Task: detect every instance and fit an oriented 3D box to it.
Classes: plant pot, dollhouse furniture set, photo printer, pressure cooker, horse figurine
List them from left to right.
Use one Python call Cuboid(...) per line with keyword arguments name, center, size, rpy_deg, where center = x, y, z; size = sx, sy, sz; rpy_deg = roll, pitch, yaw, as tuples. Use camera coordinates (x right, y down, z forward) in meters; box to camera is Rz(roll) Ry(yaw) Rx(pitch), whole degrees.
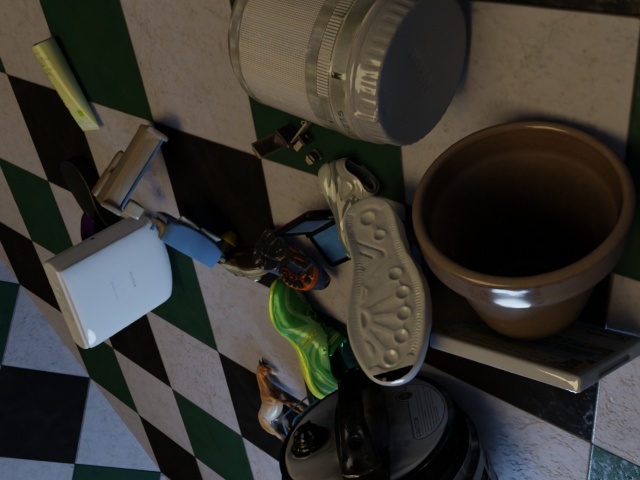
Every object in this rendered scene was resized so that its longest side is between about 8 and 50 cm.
Cuboid(name="photo printer", center=(-0.521, 0.094, 1.849), size=(0.107, 0.307, 0.256), rpy_deg=(17, 128, 39))
Cuboid(name="dollhouse furniture set", center=(-0.336, -0.103, 1.683), size=(0.303, 0.198, 0.286), rpy_deg=(33, 177, -24))
Cuboid(name="horse figurine", center=(-0.105, 0.447, 1.882), size=(0.174, 0.066, 0.263), rpy_deg=(26, 135, 26))
Cuboid(name="dollhouse furniture set", center=(-0.050, -0.169, 1.250), size=(0.091, 0.114, 0.081), rpy_deg=(53, 141, 5))
Cuboid(name="pressure cooker", center=(0.124, 0.454, 1.350), size=(0.370, 0.375, 0.420), rpy_deg=(4, 123, 51))
Cuboid(name="plant pot", center=(0.268, 0.015, 0.947), size=(0.263, 0.263, 0.229), rpy_deg=(25, 153, 35))

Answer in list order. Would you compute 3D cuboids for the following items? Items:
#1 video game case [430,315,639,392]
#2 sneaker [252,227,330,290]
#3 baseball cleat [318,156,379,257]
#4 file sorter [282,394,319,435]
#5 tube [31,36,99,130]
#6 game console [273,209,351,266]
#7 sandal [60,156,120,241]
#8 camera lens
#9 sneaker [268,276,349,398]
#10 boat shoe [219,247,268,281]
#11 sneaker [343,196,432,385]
Cuboid(name="video game case", center=(0.307, 0.145, 1.024), size=(0.227, 0.206, 0.026), rpy_deg=(13, 107, 44))
Cuboid(name="sneaker", center=(-0.062, 0.047, 1.474), size=(0.087, 0.083, 0.221), rpy_deg=(26, -171, -45))
Cuboid(name="baseball cleat", center=(0.068, -0.046, 1.253), size=(0.109, 0.072, 0.206), rpy_deg=(-12, 114, 46))
Cuboid(name="file sorter", center=(0.009, 0.446, 1.703), size=(0.170, 0.118, 0.104), rpy_deg=(4, 118, 48))
Cuboid(name="tube", center=(-0.627, -0.380, 1.793), size=(0.070, 0.062, 0.240), rpy_deg=(-104, -9, -64))
Cuboid(name="game console", center=(0.000, 0.000, 1.363), size=(0.144, 0.124, 0.085), rpy_deg=(-28, 70, 55))
Cuboid(name="sandal", center=(-0.632, -0.018, 2.060), size=(0.167, 0.107, 0.446), rpy_deg=(-9, 112, 52))
Cuboid(name="camera lens", center=(0.029, -0.263, 0.982), size=(0.274, 0.219, 0.219), rpy_deg=(26, 137, 33))
Cuboid(name="sneaker", center=(-0.009, 0.199, 1.544), size=(0.123, 0.109, 0.295), rpy_deg=(-20, 104, 35))
Cuboid(name="boat shoe", center=(-0.152, 0.059, 1.616), size=(0.190, 0.068, 0.072), rpy_deg=(8, 138, 58))
Cuboid(name="sneaker", center=(0.127, 0.109, 1.148), size=(0.130, 0.323, 0.236), rpy_deg=(-17, 144, 14))
